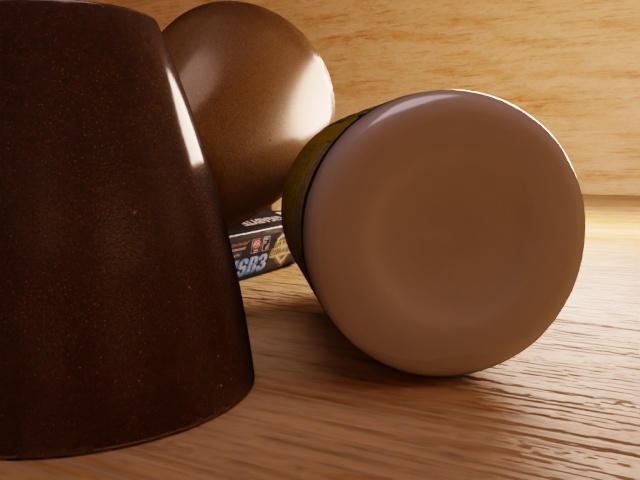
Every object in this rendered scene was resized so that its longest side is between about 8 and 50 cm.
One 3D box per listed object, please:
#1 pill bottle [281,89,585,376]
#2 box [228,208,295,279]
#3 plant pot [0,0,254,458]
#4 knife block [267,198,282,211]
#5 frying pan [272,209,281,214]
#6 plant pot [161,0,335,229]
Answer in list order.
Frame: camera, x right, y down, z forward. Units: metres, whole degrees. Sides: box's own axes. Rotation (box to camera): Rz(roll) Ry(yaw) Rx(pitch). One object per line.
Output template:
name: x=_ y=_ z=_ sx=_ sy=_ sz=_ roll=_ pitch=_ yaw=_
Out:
pill bottle: x=0.062 y=-0.022 z=0.571 sx=0.187 sy=0.188 sz=0.334 roll=-1 pitch=7 yaw=-8
box: x=-0.217 y=-0.022 z=0.821 sx=0.293 sy=0.074 sz=0.295 roll=18 pitch=16 yaw=26
plant pot: x=-0.150 y=-0.021 z=0.414 sx=0.215 sy=0.231 sz=0.215 roll=0 pitch=7 yaw=0
knife block: x=-0.070 y=-0.102 z=1.596 sx=0.275 sy=0.088 sz=0.242 roll=-3 pitch=8 yaw=-12
frying pan: x=0.044 y=-0.039 z=1.249 sx=0.325 sy=0.053 sz=0.197 roll=-1 pitch=7 yaw=-16
plant pot: x=-0.120 y=-0.102 z=0.687 sx=0.237 sy=0.237 sz=0.254 roll=1 pitch=30 yaw=11
